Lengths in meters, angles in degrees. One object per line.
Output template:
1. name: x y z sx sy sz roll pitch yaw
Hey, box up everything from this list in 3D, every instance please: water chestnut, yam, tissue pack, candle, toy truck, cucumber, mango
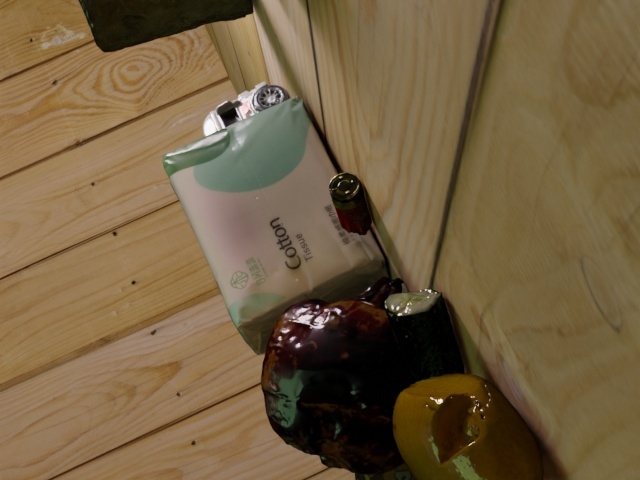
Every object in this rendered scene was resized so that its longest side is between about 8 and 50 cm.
1. water chestnut: 0.057 0.196 1.614 0.289 0.289 0.244 67 -155 -18
2. yam: -0.282 -0.452 1.944 0.195 0.300 0.195 166 90 -89
3. tissue pack: -0.073 -0.029 1.840 0.194 0.266 0.356 72 172 -64
4. candle: 0.047 -0.049 1.665 0.130 0.052 0.052 69 175 -57
5. toy truck: -0.096 -0.109 2.101 0.173 0.207 0.387 71 174 -54
6. cucumber: 0.142 0.144 1.394 0.074 0.074 0.241 -118 4 -46
7. mango: 0.162 0.224 1.195 0.167 0.130 0.262 60 172 1

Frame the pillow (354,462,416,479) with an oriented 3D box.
1. pillow: 0.142 0.415 1.776 0.312 0.119 0.310 124 149 -48
